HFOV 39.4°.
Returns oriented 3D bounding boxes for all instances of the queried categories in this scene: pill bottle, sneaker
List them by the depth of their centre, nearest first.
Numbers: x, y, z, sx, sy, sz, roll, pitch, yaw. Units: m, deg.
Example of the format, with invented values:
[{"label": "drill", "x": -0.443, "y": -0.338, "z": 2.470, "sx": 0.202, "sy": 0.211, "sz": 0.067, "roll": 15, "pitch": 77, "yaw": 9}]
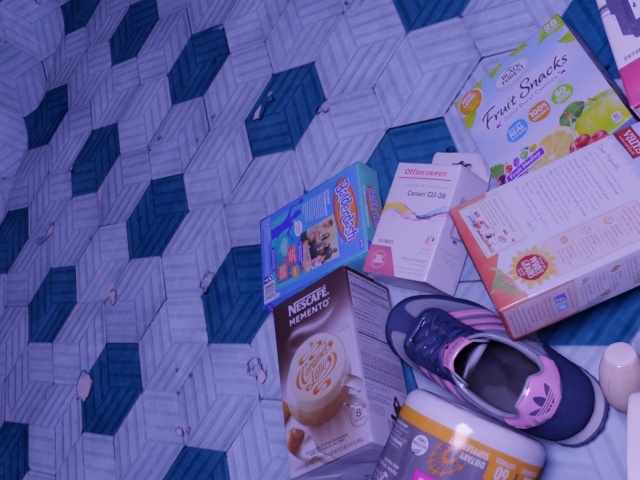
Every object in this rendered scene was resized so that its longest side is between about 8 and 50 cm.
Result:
[{"label": "pill bottle", "x": 0.114, "y": 0.311, "z": 0.942, "sx": 0.162, "sy": 0.162, "sz": 0.278, "roll": 19, "pitch": 84, "yaw": 49}, {"label": "sneaker", "x": 0.165, "y": 0.123, "z": 1.013, "sx": 0.319, "sy": 0.131, "sz": 0.112, "roll": 21, "pitch": 86, "yaw": 50}]

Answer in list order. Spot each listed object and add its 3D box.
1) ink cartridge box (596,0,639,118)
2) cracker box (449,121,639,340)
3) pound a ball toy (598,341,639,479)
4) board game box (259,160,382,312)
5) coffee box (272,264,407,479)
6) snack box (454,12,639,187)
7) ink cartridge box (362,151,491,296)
[{"label": "ink cartridge box", "x": 0.409, "y": -0.256, "z": 0.985, "sx": 0.172, "sy": 0.100, "sz": 0.237, "roll": -29, "pitch": 51, "yaw": 33}, {"label": "cracker box", "x": 0.275, "y": -0.012, "z": 0.957, "sx": 0.232, "sy": 0.067, "sz": 0.155, "roll": -25, "pitch": 46, "yaw": 8}, {"label": "pound a ball toy", "x": 0.377, "y": 0.145, "z": 0.733, "sx": 0.319, "sy": 0.135, "sz": 0.208, "roll": -11, "pitch": 38, "yaw": 29}, {"label": "board game box", "x": 0.000, "y": 0.000, "z": 1.319, "sx": 0.210, "sy": 0.047, "sz": 0.160, "roll": -29, "pitch": 50, "yaw": 34}, {"label": "coffee box", "x": 0.027, "y": 0.178, "z": 1.155, "sx": 0.141, "sy": 0.098, "sz": 0.246, "roll": -33, "pitch": 49, "yaw": 30}, {"label": "snack box", "x": 0.277, "y": -0.146, "z": 1.090, "sx": 0.174, "sy": 0.070, "sz": 0.207, "roll": -42, "pitch": 43, "yaw": 24}, {"label": "ink cartridge box", "x": 0.143, "y": -0.036, "z": 1.172, "sx": 0.115, "sy": 0.067, "sz": 0.198, "roll": 8, "pitch": 75, "yaw": 49}]
